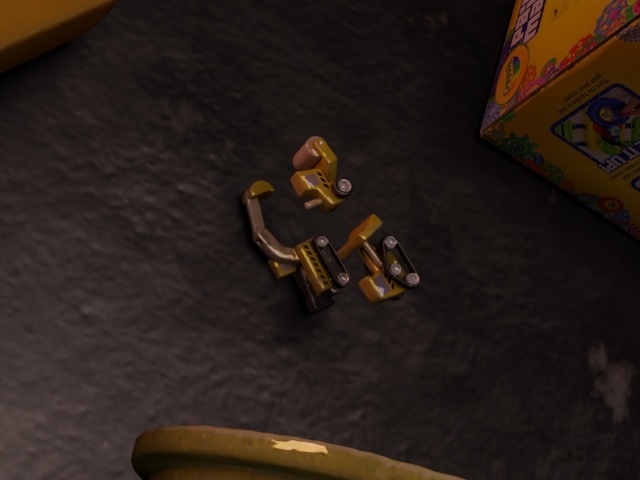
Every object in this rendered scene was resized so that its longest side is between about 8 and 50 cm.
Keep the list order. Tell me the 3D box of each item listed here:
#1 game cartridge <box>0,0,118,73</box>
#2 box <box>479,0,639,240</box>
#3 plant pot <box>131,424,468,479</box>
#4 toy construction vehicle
[{"bbox_3d":[-0.256,-0.202,0.586,0.323,0.053,0.285,52,30,-5],"label":"game cartridge"},{"bbox_3d":[0.297,-0.146,0.896,0.279,0.177,0.290,31,55,-16],"label":"box"},{"bbox_3d":[0.014,0.241,0.509,0.276,0.276,0.253,27,68,-19],"label":"plant pot"},{"bbox_3d":[0.000,0.000,0.701,0.035,0.086,0.098,-28,85,-31],"label":"toy construction vehicle"}]
